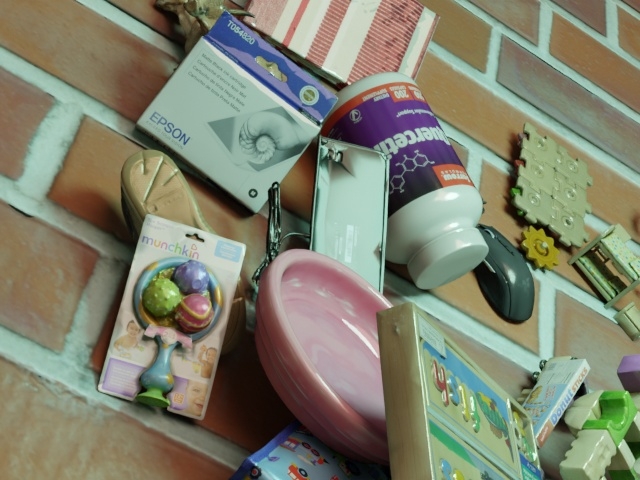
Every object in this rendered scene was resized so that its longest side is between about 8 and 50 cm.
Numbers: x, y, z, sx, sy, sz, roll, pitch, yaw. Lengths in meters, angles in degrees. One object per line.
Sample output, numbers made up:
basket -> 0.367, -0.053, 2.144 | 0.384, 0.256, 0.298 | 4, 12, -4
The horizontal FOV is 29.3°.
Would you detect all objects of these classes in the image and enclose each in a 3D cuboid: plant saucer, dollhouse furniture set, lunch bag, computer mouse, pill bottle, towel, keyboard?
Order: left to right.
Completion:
keyboard -> 0.000, 0.000, 1.747 | 0.201, 0.033, 0.317 | 13, 69, -22
lunch bag -> 0.020, 0.324, 1.497 | 0.221, 0.138, 0.293 | 46, 30, 8
towel -> 0.037, -0.386, 2.134 | 0.329, 0.037, 0.237 | 30, 67, -17
plant saucer -> 0.035, 0.162, 1.574 | 0.332, 0.084, 0.332 | 37, 25, -21
pill bottle -> 0.133, -0.092, 1.907 | 0.181, 0.181, 0.323 | -4, 58, -42
computer mouse -> 0.260, 0.012, 2.016 | 0.184, 0.060, 0.262 | 4, 53, -39
dollhouse furniture set -> 0.570, 0.057, 2.203 | 0.182, 0.101, 0.161 | 52, 40, 10

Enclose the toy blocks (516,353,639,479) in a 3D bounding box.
toy blocks -> 0.454, 0.343, 1.784 | 0.288, 0.309, 0.260 | -49, 118, -39

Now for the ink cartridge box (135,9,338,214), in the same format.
ink cartridge box -> -0.117, -0.190, 1.788 | 0.223, 0.045, 0.224 | 36, 81, -8

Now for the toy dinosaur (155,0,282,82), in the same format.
toy dinosaur -> -0.136, -0.305, 1.927 | 0.296, 0.127, 0.200 | 45, 32, -6

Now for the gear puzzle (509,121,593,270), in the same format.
gear puzzle -> 0.414, -0.062, 2.233 | 0.175, 0.044, 0.339 | 32, 43, -15

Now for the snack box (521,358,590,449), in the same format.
snack box -> 0.330, 0.238, 1.787 | 0.178, 0.064, 0.022 | -47, 115, -38

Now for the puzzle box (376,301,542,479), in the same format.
puzzle box -> 0.189, 0.278, 1.510 | 0.409, 0.052, 0.272 | 42, 36, -50

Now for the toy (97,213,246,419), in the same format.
toy -> -0.176, 0.089, 1.509 | 0.137, 0.056, 0.237 | 18, 71, -15

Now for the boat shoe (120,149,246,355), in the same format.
boat shoe -> -0.184, 0.020, 1.606 | 0.103, 0.092, 0.285 | -26, 87, -21
